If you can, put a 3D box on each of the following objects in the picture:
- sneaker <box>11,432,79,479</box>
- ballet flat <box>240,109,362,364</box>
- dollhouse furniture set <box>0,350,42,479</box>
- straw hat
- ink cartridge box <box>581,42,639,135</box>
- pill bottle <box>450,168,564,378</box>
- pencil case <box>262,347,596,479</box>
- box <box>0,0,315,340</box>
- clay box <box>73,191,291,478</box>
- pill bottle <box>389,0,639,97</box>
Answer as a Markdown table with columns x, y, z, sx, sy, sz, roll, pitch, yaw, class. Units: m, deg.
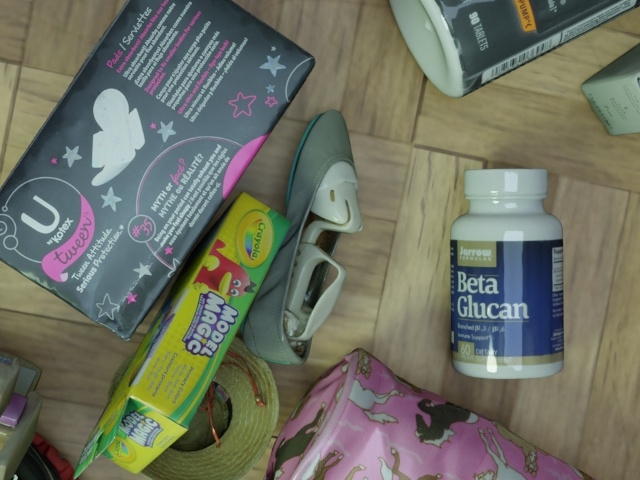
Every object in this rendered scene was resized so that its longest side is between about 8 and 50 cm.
| x | y | z | sx | sy | sz | roll | pitch | yaw | class |
| --- | --- | --- | --- | --- | --- | --- | --- | --- | --- |
| -0.291 | 0.148 | 0.974 | 0.097 | 0.135 | 0.276 | -43 | 96 | -2 | sneaker |
| 0.000 | 0.000 | 1.033 | 0.068 | 0.072 | 0.213 | 16 | 85 | 33 | ballet flat |
| -0.295 | -0.026 | 0.850 | 0.286 | 0.198 | 0.303 | 19 | 132 | -5 | dollhouse furniture set |
| -0.106 | 0.147 | 1.033 | 0.144 | 0.061 | 0.145 | 7 | 59 | -12 | straw hat |
| 0.367 | -0.181 | 1.001 | 0.275 | 0.239 | 0.060 | -34 | 97 | -6 | ink cartridge box |
| 0.154 | 0.025 | 1.053 | 0.094 | 0.094 | 0.170 | -1 | 92 | -8 | pill bottle |
| 0.131 | 0.244 | 1.030 | 0.386 | 0.160 | 0.167 | 33 | 43 | -8 | pencil case |
| -0.133 | -0.068 | 0.973 | 0.142 | 0.163 | 0.247 | 35 | 87 | -5 | box |
| -0.105 | 0.082 | 0.954 | 0.053 | 0.127 | 0.222 | 31 | 58 | -9 | clay box |
| 0.185 | -0.225 | 1.029 | 0.245 | 0.130 | 0.130 | -28 | 96 | -7 | pill bottle |
